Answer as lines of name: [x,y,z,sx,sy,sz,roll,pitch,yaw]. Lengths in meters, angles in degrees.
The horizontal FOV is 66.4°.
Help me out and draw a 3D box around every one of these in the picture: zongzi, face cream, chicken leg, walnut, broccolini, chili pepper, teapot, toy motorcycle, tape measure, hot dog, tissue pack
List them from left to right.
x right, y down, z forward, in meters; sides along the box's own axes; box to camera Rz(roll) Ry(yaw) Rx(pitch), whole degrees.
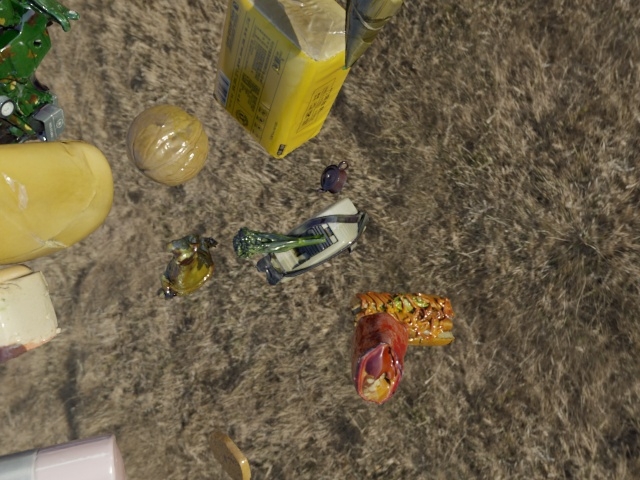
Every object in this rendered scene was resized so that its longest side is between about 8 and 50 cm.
face cream: [-0.232,0.179,0.315,0.084,0.199,0.057,100,156,-43]
toy motorcycle: [-0.437,-0.260,0.712,0.125,0.187,0.274,29,140,-1]
walnut: [-0.425,-0.269,1.373,0.228,0.228,0.227,0,90,28]
chicken leg: [-0.381,0.062,1.463,0.140,0.211,0.361,35,144,-5]
broccolini: [-0.090,0.013,1.068,0.203,0.091,0.068,5,102,-5]
tissue pack: [-0.097,-0.448,1.249,0.293,0.228,0.382,46,150,6]
tape measure: [0.000,0.000,1.214,0.232,0.271,0.132,-31,90,29]
teapot: [0.029,-0.150,1.153,0.100,0.045,0.067,-50,47,20]
zongzi: [0.073,-0.423,0.865,0.176,0.079,0.160,131,138,-58]
chili pepper: [0.084,0.148,0.705,0.084,0.192,0.086,42,106,-6]
hot dog: [0.249,0.220,1.405,0.117,0.349,0.158,-38,49,56]

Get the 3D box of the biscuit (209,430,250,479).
biscuit: [-0.234,0.563,1.271,0.221,0.029,0.141,-25,90,57]

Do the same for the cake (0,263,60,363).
cake: [-0.449,0.110,0.586,0.226,0.090,0.109,-17,100,-3]

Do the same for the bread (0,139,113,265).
bread: [-0.179,-0.018,0.302,0.056,0.115,0.082,42,115,10]
